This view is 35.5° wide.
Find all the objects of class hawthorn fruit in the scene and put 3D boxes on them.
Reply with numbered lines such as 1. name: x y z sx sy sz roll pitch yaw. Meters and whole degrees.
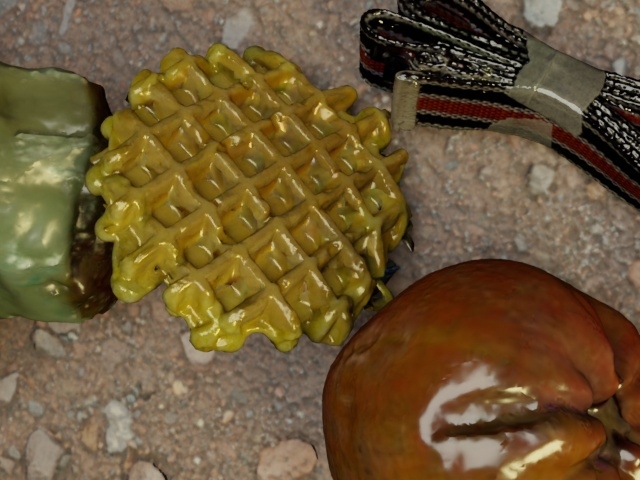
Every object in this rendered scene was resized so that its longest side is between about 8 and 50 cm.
1. hawthorn fruit: 0.117 0.157 0.810 0.298 0.277 0.277 -10 81 47

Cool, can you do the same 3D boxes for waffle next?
1. waffle: -0.049 -0.042 0.863 0.329 0.329 0.062 54 142 13

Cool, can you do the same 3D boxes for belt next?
1. belt: 0.203 -0.121 0.877 0.359 0.094 0.126 25 68 12

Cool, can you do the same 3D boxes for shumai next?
1. shumai: -0.334 -0.050 0.935 0.323 0.324 0.397 -6 94 -2

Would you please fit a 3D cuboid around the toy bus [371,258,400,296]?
1. toy bus: 0.000 0.000 0.954 0.153 0.051 0.061 37 107 14
